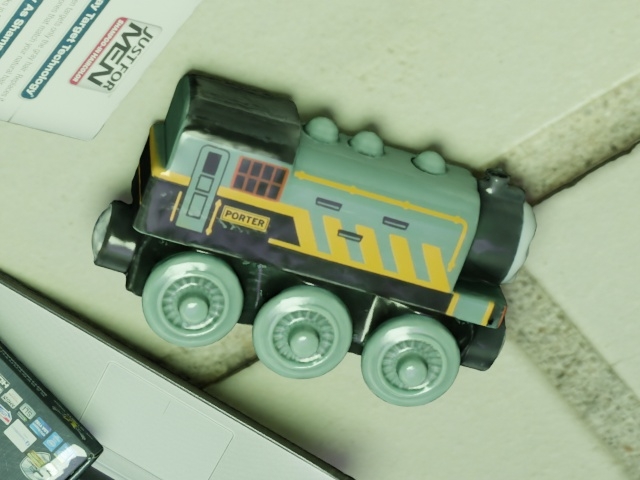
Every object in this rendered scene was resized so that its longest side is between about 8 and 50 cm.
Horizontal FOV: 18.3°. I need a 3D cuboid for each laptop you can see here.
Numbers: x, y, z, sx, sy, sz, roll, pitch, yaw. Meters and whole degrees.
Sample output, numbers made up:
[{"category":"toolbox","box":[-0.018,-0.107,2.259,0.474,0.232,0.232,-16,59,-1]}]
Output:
[{"category":"laptop","box":[-0.239,0.300,1.585,0.382,0.236,0.408,30,120,1]}]

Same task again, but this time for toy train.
[{"category":"toy train","box":[0.000,0.000,1.510,0.334,0.142,0.190,16,113,-11]}]

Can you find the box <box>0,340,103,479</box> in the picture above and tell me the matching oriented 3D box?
[{"category":"box","box":[-0.314,0.146,1.547,0.183,0.059,0.233,-43,88,3]}]

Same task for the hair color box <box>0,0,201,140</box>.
[{"category":"hair color box","box":[-0.262,-0.189,1.307,0.347,0.105,0.174,13,133,-39]}]
